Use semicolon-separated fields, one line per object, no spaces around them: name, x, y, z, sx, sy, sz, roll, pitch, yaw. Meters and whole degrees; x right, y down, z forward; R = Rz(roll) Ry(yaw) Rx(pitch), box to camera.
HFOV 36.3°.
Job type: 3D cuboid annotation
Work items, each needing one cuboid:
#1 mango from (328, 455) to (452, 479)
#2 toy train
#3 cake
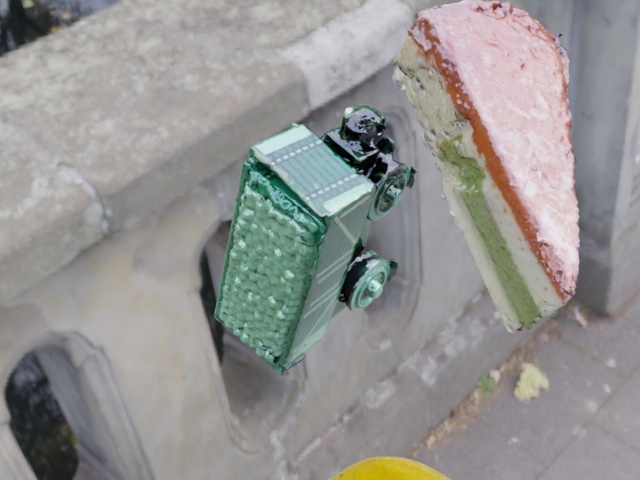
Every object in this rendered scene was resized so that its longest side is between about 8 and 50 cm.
mango;0.078;0.287;0.793;0.176;0.119;0.317;-46;33;-3
toy train;0.000;0.000;0.899;0.115;0.269;0.154;39;51;19
cake;0.141;-0.059;0.675;0.116;0.086;0.220;-18;72;-25
